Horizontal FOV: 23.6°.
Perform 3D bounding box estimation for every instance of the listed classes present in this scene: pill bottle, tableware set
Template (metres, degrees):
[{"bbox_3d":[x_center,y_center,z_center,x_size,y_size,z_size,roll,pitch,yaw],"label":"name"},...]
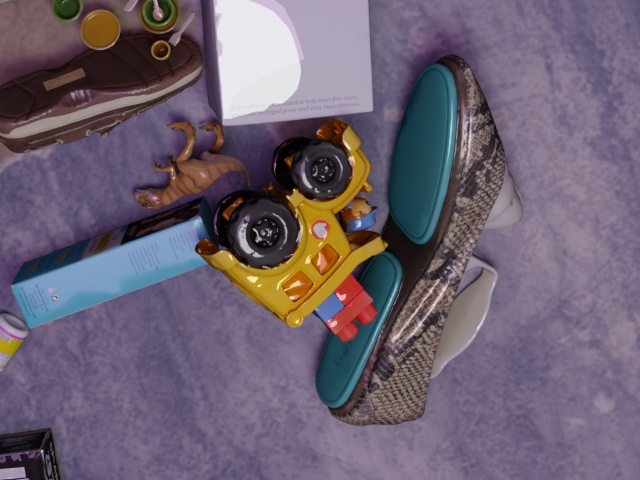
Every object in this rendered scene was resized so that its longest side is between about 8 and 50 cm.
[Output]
[{"bbox_3d":[-0.402,0.134,1.909,0.043,0.043,0.083,34,103,-10],"label":"pill bottle"},{"bbox_3d":[-0.231,-0.262,1.773,0.154,0.024,0.104,35,89,7],"label":"tableware set"}]

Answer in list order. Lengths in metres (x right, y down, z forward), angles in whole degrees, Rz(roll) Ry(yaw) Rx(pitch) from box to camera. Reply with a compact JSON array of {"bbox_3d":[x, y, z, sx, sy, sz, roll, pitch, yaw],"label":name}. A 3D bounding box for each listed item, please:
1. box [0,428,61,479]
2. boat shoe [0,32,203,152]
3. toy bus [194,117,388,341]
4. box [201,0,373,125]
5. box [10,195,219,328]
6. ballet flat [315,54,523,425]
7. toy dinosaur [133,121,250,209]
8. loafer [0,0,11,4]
[{"bbox_3d":[-0.483,0.389,1.966,0.322,0.079,0.257,-8,105,1],"label":"box"},{"bbox_3d":[-0.262,-0.169,1.811,0.257,0.095,0.095,-16,148,-8],"label":"boat shoe"},{"bbox_3d":[0.000,0.000,1.749,0.220,0.149,0.211,-45,101,-6],"label":"toy bus"},{"bbox_3d":[-0.040,-0.236,1.754,0.180,0.119,0.182,-6,106,-9],"label":"box"},{"bbox_3d":[-0.244,0.026,1.850,0.244,0.100,0.060,-20,105,4],"label":"box"},{"bbox_3d":[0.141,0.011,1.844,0.182,0.164,0.483,7,113,-26],"label":"ballet flat"},{"bbox_3d":[-0.135,-0.088,1.813,0.064,0.211,0.112,10,70,-43],"label":"toy dinosaur"},{"bbox_3d":[-0.443,-0.262,1.756,0.319,0.112,0.111,-29,97,6],"label":"loafer"}]
